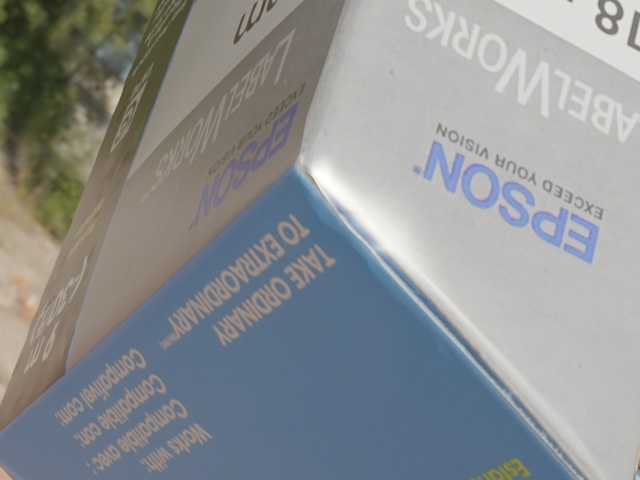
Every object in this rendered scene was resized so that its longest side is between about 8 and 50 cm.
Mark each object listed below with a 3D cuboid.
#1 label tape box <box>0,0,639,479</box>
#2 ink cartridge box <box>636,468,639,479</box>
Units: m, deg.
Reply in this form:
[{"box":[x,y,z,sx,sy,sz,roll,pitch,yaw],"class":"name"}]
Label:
[{"box":[0.000,0.000,0.512,0.106,0.333,0.240,27,-31,-17],"class":"label tape box"},{"box":[0.063,0.246,0.891,0.166,0.285,0.395,46,13,-40],"class":"ink cartridge box"}]
